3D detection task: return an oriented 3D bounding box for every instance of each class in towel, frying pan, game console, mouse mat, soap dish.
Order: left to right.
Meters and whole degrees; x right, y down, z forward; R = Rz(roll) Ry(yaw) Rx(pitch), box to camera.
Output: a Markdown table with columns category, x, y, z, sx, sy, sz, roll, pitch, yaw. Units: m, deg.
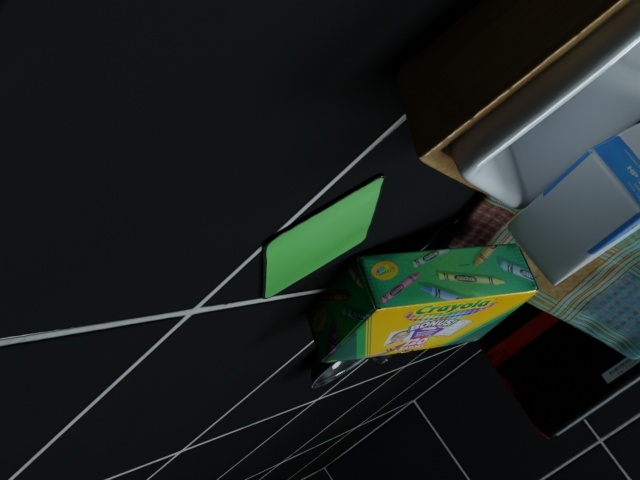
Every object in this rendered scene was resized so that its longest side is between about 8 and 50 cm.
| category | x | y | z | sx | sy | sz | roll | pitch | yaw |
| --- | --- | --- | --- | --- | --- | --- | --- | --- | --- |
| mouse mat | 0.000 | 0.000 | 1.026 | 0.153 | 0.007 | 0.189 | -31 | 163 | -15 |
| frying pan | 0.094 | 0.183 | 1.672 | 0.197 | 0.053 | 0.326 | -44 | 164 | 29 |
| soap dish | 0.199 | -0.141 | 0.815 | 0.229 | 0.118 | 0.291 | -39 | 164 | 15 |
| game console | 0.423 | 0.082 | 1.516 | 0.387 | 0.342 | 0.060 | -40 | 160 | 16 |
| towel | 0.378 | 0.034 | 1.320 | 0.271 | 0.370 | 0.040 | -57 | -172 | 52 |

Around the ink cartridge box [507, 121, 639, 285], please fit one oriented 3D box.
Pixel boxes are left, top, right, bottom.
| category | x | y | z | sx | sy | sz | roll | pitch | yaw |
| --- | --- | --- | --- | --- | --- | --- | --- | --- | --- |
| ink cartridge box | 0.298 | -0.052 | 0.915 | 0.191 | 0.082 | 0.139 | -25 | 164 | -36 |

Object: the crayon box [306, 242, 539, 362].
| category | x | y | z | sx | sy | sz | roll | pitch | yaw |
| --- | --- | --- | --- | --- | --- | --- | --- | --- | --- |
| crayon box | 0.141 | 0.085 | 1.288 | 0.279 | 0.081 | 0.165 | -4 | 151 | -30 |

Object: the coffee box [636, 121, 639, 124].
| category | x | y | z | sx | sy | sz | roll | pitch | yaw |
| --- | --- | --- | --- | --- | --- | --- | --- | --- | --- |
| coffee box | 0.442 | -0.215 | 0.935 | 0.168 | 0.118 | 0.297 | 15 | 142 | -11 |
